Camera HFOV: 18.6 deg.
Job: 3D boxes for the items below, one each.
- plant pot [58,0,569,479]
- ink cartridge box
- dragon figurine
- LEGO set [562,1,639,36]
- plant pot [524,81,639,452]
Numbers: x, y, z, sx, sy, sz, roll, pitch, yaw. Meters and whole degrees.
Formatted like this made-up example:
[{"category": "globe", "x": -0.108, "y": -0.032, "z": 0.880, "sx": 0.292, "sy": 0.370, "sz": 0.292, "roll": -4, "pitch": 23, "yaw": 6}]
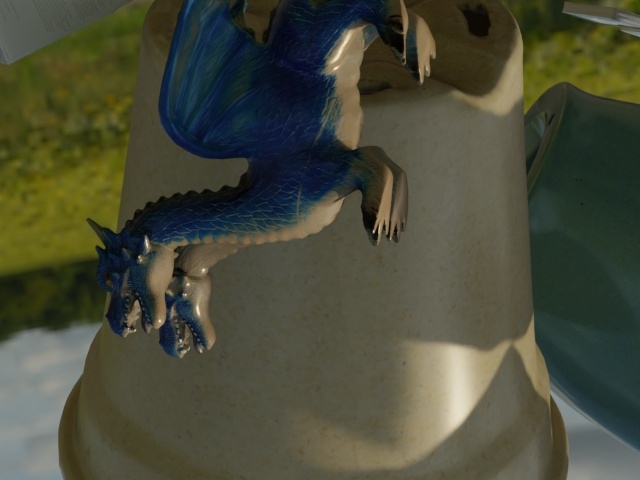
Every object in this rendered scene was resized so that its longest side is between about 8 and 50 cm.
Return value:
[{"category": "plant pot", "x": 0.000, "y": 0.000, "z": 1.204, "sx": 0.334, "sy": 0.305, "sz": 0.334, "roll": 1, "pitch": -149, "yaw": -1}, {"category": "ink cartridge box", "x": -0.158, "y": -0.160, "z": 1.197, "sx": 0.115, "sy": 0.063, "sz": 0.029, "roll": -29, "pitch": -162, "yaw": -15}, {"category": "dragon figurine", "x": -0.026, "y": -0.078, "z": 0.924, "sx": 0.144, "sy": 0.289, "sz": 0.085, "roll": 9, "pitch": -174, "yaw": 13}, {"category": "LEGO set", "x": 0.337, "y": -0.147, "z": 1.619, "sx": 0.182, "sy": 0.060, "sz": 0.244, "roll": 12, "pitch": -176, "yaw": -31}, {"category": "plant pot", "x": 0.242, "y": 0.018, "z": 1.453, "sx": 0.255, "sy": 0.271, "sz": 0.271, "roll": 27, "pitch": 176, "yaw": -6}]
